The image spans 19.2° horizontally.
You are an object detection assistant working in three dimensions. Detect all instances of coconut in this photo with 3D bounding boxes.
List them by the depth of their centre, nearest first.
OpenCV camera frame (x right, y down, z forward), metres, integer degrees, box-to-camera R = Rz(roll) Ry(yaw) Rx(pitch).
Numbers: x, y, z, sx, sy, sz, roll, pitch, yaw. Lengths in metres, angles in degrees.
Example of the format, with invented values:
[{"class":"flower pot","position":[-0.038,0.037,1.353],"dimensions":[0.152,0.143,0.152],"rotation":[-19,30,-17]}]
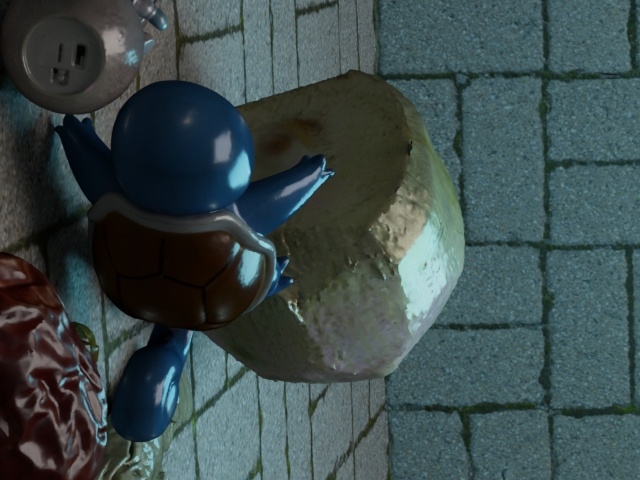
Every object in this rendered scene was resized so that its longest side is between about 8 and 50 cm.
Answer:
[{"class":"coconut","position":[0.000,0.000,2.428],"dimensions":[0.404,0.405,0.404],"rotation":[0,90,-77]}]

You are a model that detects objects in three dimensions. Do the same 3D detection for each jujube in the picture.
[{"class":"jujube","position":[-0.282,0.126,1.649],"dimensions":[0.250,0.174,0.174],"rotation":[63,24,-23]}]

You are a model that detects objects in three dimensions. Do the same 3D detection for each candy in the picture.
[{"class":"candy","position":[-0.271,0.185,1.979],"dimensions":[0.061,0.061,0.202],"rotation":[18,81,-77]}]

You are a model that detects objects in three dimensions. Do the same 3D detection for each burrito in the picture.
[{"class":"burrito","position":[-0.213,0.252,2.131],"dimensions":[0.392,0.076,0.117],"rotation":[-69,143,-62]}]

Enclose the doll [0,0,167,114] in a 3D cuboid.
[{"class":"doll","position":[-0.238,-0.225,1.933],"dimensions":[0.287,0.151,0.151],"rotation":[-76,163,-68]}]

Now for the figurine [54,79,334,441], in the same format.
[{"class":"figurine","position":[-0.160,-0.002,2.008],"dimensions":[0.243,0.298,0.416],"rotation":[-57,161,-57]}]
